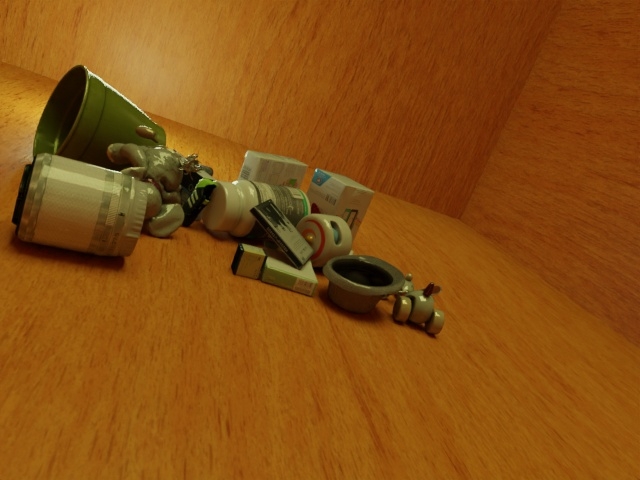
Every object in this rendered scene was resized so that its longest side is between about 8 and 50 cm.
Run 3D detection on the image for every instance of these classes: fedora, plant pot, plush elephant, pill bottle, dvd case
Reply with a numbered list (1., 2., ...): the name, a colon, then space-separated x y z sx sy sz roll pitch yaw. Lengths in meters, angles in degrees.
1. fedora: 0.125 0.147 1.716 0.244 0.124 0.275 30 25 34
2. plant pot: -0.765 -0.372 1.935 0.353 0.366 0.366 24 9 -45
3. plush elephant: -0.542 -0.152 1.663 0.330 0.271 0.255 -5 38 36
4. pill bottle: -0.230 -0.108 1.942 0.361 0.204 0.204 4 23 -42
5. dvd case: -0.120 -0.027 1.762 0.238 0.030 0.179 51 16 -2

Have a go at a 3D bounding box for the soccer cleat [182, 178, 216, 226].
1. soccer cleat: -0.410 -0.124 1.804 0.072 0.178 0.060 25 -4 40

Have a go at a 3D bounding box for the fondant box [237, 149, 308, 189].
1. fondant box: -0.220 -0.255 2.396 0.096 0.238 0.330 30 17 32

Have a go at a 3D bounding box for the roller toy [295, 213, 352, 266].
1. roller toy: 0.000 0.000 1.920 0.146 0.191 0.209 3 24 -47

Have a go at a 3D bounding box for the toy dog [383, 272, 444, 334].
1. toy dog: 0.318 0.173 1.829 0.220 0.161 0.333 14 17 -28

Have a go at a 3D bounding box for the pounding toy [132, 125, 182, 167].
1. pounding toy: -0.542 -0.270 1.864 0.154 0.269 0.155 19 51 10

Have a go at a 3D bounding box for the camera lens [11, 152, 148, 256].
1. camera lens: -0.592 -0.082 1.333 0.274 0.219 0.219 14 17 -28

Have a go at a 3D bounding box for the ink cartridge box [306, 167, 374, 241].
1. ink cartridge box: 0.056 -0.135 2.308 0.197 0.270 0.198 7 21 -47

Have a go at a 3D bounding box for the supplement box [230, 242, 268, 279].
1. supplement box: -0.213 0.062 1.618 0.083 0.083 0.056 15 17 -22

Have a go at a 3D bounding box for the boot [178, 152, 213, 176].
1. boot: -0.661 -0.343 2.386 0.338 0.118 0.223 27 7 10

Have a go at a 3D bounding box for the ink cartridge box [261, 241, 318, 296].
1. ink cartridge box: -0.108 0.087 1.737 0.171 0.056 0.235 18 14 -14

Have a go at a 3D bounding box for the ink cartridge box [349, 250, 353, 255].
1. ink cartridge box: 0.061 0.050 2.098 0.122 0.052 0.088 22 16 4

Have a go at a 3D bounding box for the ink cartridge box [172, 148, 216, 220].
1. ink cartridge box: -0.518 -0.216 1.995 0.065 0.165 0.333 7 20 -46

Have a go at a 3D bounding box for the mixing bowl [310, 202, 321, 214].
1. mixing bowl: -0.058 -0.052 2.121 0.098 0.181 0.181 -8 9 14
